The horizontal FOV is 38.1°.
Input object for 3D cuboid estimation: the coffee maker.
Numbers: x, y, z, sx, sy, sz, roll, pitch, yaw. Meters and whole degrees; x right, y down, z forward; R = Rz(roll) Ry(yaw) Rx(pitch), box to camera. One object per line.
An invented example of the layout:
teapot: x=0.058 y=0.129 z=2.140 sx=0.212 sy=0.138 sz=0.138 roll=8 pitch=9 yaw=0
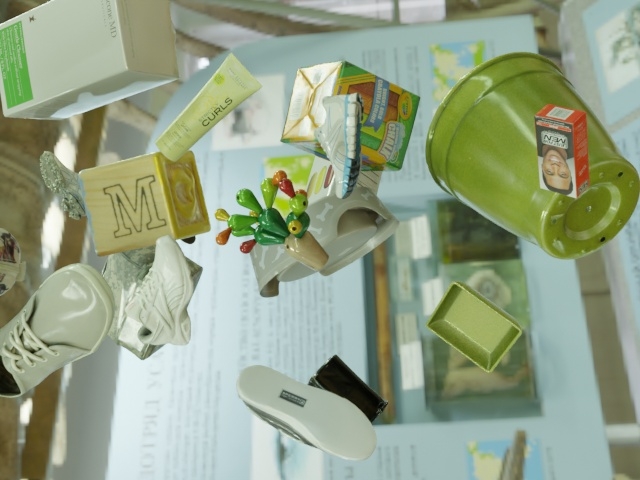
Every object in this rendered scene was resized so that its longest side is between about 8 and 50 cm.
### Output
coffee maker: x=0.067 y=0.362 z=2.216 sx=0.120 sy=0.178 sz=0.171 roll=-40 pitch=-10 yaw=-48

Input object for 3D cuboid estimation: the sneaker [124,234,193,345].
sneaker: x=-0.289 y=0.100 z=1.647 sx=0.090 sy=0.115 sz=0.232 roll=-132 pitch=38 yaw=-52

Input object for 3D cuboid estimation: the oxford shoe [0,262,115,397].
oxford shoe: x=-0.555 y=0.195 z=1.840 sx=0.169 sy=0.449 sz=0.130 roll=53 pitch=-143 yaw=-1

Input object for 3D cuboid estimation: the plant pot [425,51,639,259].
plant pot: x=0.462 y=-0.152 z=1.932 sx=0.353 sy=0.366 sz=0.366 roll=-125 pitch=21 yaw=-48

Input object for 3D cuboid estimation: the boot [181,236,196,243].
boot: x=-0.361 y=-0.044 z=2.284 sx=0.106 sy=0.037 sz=0.114 roll=47 pitch=174 yaw=-31

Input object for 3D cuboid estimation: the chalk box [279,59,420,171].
chalk box: x=0.090 y=-0.259 z=2.055 sx=0.179 sy=0.289 sz=0.180 roll=6 pitch=81 yaw=55

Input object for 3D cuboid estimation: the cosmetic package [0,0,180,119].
cosmetic package: x=-0.470 y=-0.375 z=1.847 sx=0.155 sy=0.365 sz=0.197 roll=-5 pitch=-96 yaw=-55

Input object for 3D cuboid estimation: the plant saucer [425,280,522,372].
plant saucer: x=0.354 y=0.188 z=2.110 sx=0.045 sy=0.188 sz=0.188 roll=-44 pitch=-15 yaw=-38

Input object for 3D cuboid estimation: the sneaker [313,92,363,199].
sneaker: x=0.029 y=-0.168 z=1.635 sx=0.071 sy=0.083 sz=0.191 roll=-42 pitch=-44 yaw=-67

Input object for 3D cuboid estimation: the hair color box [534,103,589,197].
hair color box: x=0.388 y=-0.143 z=1.489 sx=0.043 sy=0.072 sz=0.141 roll=-40 pitch=-49 yaw=-30

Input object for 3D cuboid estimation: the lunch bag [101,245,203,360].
lunch bag: x=-0.507 y=0.137 z=2.602 sx=0.305 sy=0.256 sz=0.212 roll=-64 pitch=-10 yaw=29

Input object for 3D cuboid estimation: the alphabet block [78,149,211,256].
alphabet block: x=-0.380 y=-0.084 z=2.026 sx=0.192 sy=0.197 sz=0.193 roll=-25 pitch=-78 yaw=-71

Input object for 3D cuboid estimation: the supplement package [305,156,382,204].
supplement package: x=0.056 y=-0.138 z=2.330 sx=0.139 sy=0.134 sz=0.244 roll=-29 pitch=37 yaw=47

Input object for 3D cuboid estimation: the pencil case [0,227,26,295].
pencil case: x=-0.761 y=0.031 z=1.864 sx=0.160 sy=0.183 sz=0.410 roll=-67 pitch=-14 yaw=-1

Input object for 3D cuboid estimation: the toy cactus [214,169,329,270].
toy cactus: x=-0.063 y=-0.013 z=1.458 sx=0.180 sy=0.219 sz=0.112 roll=40 pitch=-131 yaw=-18

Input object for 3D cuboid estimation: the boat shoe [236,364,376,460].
boat shoe: x=-0.029 y=0.348 z=1.813 sx=0.108 sy=0.301 sz=0.102 roll=-59 pitch=-16 yaw=-30

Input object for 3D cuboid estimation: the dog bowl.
dog bowl: x=0.000 y=0.000 z=2.044 sx=0.102 sy=0.349 sz=0.349 roll=62 pitch=180 yaw=11

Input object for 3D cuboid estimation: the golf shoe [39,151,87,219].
golf shoe: x=-0.593 y=-0.138 z=2.194 sx=0.086 sy=0.069 sz=0.176 roll=-38 pitch=-78 yaw=-47

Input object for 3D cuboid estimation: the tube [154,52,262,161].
tube: x=-0.232 y=-0.261 z=1.861 sx=0.070 sy=0.240 sz=0.062 roll=38 pitch=-164 yaw=-39
